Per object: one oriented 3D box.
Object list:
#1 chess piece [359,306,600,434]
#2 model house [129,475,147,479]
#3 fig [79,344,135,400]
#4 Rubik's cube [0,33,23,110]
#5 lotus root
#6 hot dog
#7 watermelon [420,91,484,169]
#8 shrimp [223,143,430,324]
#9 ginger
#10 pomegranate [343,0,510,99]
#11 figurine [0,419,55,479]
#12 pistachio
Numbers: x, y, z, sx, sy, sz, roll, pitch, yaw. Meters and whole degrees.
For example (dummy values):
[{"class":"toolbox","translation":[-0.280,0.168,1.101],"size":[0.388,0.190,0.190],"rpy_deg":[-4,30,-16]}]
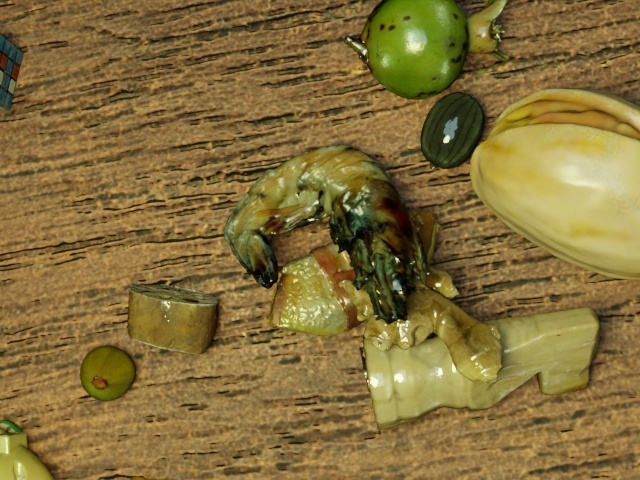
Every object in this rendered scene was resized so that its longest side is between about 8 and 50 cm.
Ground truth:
[{"class":"chess piece","translation":[0.204,0.155,1.405],"size":[0.300,0.137,0.137],"rpy_deg":[-11,80,4]},{"class":"model house","translation":[-0.259,0.454,1.408],"size":[0.271,0.190,0.301],"rpy_deg":[12,71,8]},{"class":"fig","translation":[-0.287,0.180,1.483],"size":[0.074,0.088,0.074],"rpy_deg":[1,99,4]},{"class":"Rubik's cube","translation":[-0.488,-0.244,1.568],"size":[0.092,0.092,0.092],"rpy_deg":[10,82,8]},{"class":"lotus root","translation":[-0.199,0.102,1.471],"size":[0.122,0.112,0.081],"rpy_deg":[13,89,7]},{"class":"hot dog","translation":[0.047,0.050,1.453],"size":[0.261,0.093,0.123],"rpy_deg":[-23,59,-8]},{"class":"watermelon","translation":[0.175,-0.145,1.483],"size":[0.078,0.078,0.111],"rpy_deg":[24,85,10]},{"class":"shrimp","translation":[0.000,0.000,1.395],"size":[0.233,0.071,0.365],"rpy_deg":[-22,40,1]},{"class":"ginger","translation":[0.127,0.106,1.343],"size":[0.133,0.059,0.214],"rpy_deg":[-25,55,-19]},{"class":"pomegranate","translation":[0.152,-0.276,1.474],"size":[0.220,0.156,0.156],"rpy_deg":[-32,78,-19]},{"class":"figurine","translation":[-0.500,0.353,1.468],"size":[0.324,0.124,0.222],"rpy_deg":[-4,86,6]},{"class":"pistachio","translation":[0.345,-0.067,1.388],"size":[0.308,0.230,0.230],"rpy_deg":[25,85,14]}]
